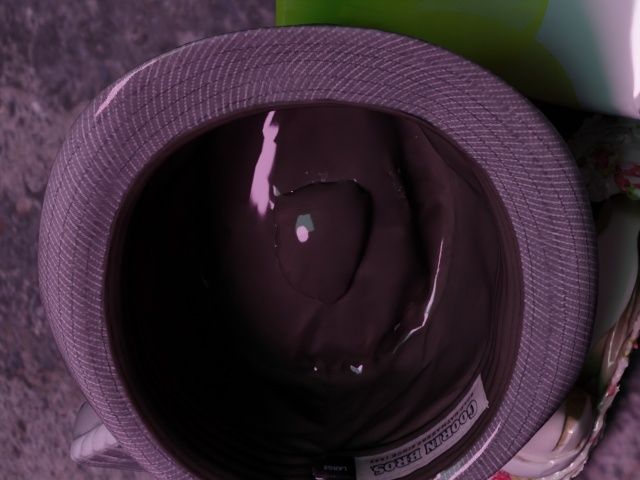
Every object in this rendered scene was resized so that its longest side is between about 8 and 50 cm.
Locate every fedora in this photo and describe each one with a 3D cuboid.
[{"bbox_3d":[0.000,0.000,0.807,0.244,0.124,0.275,-6,122,5],"label":"fedora"}]

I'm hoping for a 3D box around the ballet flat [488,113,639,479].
[{"bbox_3d":[0.113,0.050,0.857,0.091,0.077,0.241,14,117,-1],"label":"ballet flat"}]

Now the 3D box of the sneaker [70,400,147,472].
[{"bbox_3d":[-0.055,0.051,1.020,0.281,0.105,0.115,-40,50,41],"label":"sneaker"}]

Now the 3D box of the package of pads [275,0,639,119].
[{"bbox_3d":[0.092,-0.213,0.790,0.229,0.101,0.296,16,114,37],"label":"package of pads"}]
